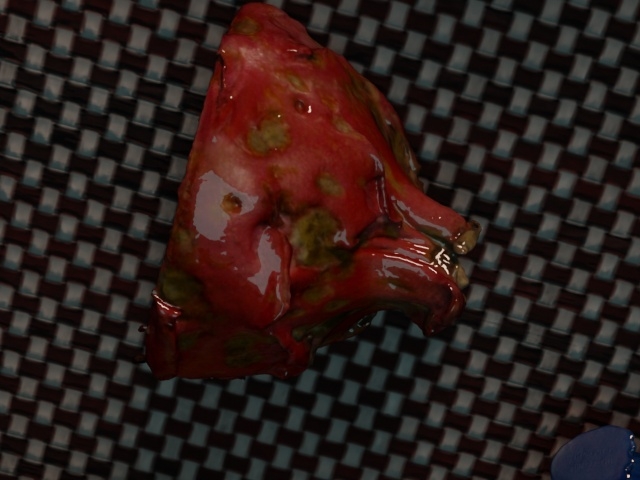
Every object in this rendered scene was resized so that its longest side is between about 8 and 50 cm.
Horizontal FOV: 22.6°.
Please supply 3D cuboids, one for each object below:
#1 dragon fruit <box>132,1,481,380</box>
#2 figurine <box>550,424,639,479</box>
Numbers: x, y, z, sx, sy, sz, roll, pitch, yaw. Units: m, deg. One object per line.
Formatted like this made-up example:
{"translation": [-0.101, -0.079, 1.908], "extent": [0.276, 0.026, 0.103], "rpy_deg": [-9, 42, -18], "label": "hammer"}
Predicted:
{"translation": [0.000, 0.000, 1.015], "extent": [0.212, 0.134, 0.262], "rpy_deg": [9, 110, -5], "label": "dragon fruit"}
{"translation": [0.241, 0.230, 1.109], "extent": [0.164, 0.121, 0.262], "rpy_deg": [-42, 117, -3], "label": "figurine"}
